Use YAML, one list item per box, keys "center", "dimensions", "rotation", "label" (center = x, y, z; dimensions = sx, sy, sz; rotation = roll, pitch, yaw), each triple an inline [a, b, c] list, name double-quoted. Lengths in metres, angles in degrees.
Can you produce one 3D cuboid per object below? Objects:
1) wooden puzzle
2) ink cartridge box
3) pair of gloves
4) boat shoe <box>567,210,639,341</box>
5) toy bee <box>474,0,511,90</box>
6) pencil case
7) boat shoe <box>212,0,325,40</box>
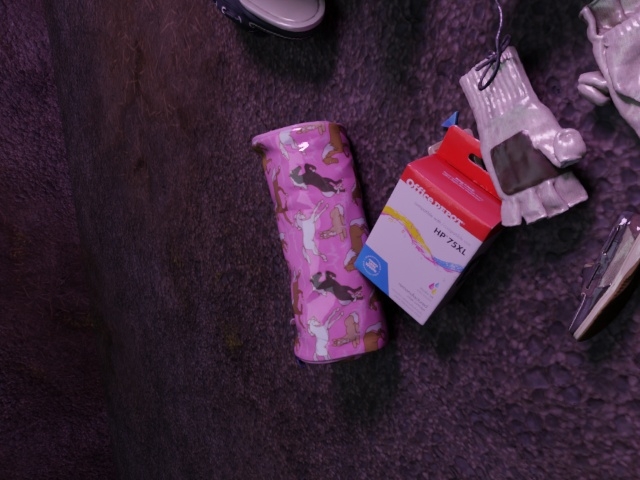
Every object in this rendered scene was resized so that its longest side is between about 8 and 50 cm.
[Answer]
- center: [0.179, -0.105, 0.711]
  dimensions: [0.079, 0.014, 0.116]
  rotation: [-31, 75, 50]
  label: "wooden puzzle"
- center: [0.153, -0.018, 0.698]
  dimensions: [0.134, 0.078, 0.231]
  rotation: [41, 130, 21]
  label: "ink cartridge box"
- center: [0.269, -0.134, 0.545]
  dimensions: [0.240, 0.042, 0.204]
  rotation: [-19, 84, 41]
  label: "pair of gloves"
- center: [0.306, 0.039, 0.566]
  dimensions: [0.049, 0.056, 0.152]
  rotation: [45, 122, 41]
  label: "boat shoe"
- center: [0.176, -0.324, 0.494]
  dimensions: [0.162, 0.195, 0.298]
  rotation: [29, 92, -2]
  label: "toy bee"
- center: [0.000, 0.000, 0.852]
  dimensions: [0.167, 0.160, 0.385]
  rotation: [-10, 92, 16]
  label: "pencil case"
- center: [-0.106, -0.409, 0.910]
  dimensions: [0.340, 0.127, 0.113]
  rotation: [40, 158, 28]
  label: "boat shoe"
